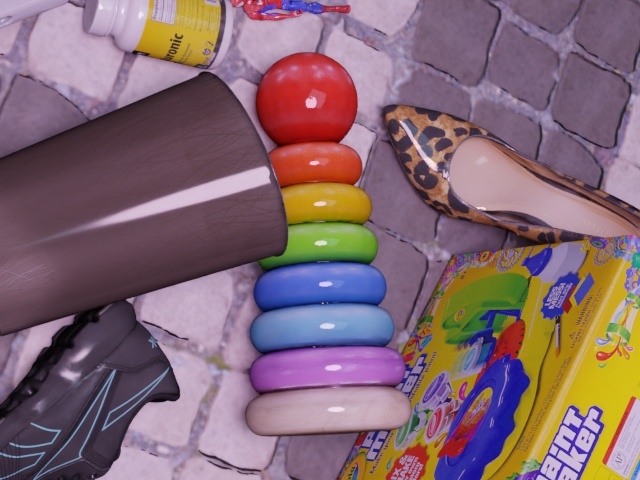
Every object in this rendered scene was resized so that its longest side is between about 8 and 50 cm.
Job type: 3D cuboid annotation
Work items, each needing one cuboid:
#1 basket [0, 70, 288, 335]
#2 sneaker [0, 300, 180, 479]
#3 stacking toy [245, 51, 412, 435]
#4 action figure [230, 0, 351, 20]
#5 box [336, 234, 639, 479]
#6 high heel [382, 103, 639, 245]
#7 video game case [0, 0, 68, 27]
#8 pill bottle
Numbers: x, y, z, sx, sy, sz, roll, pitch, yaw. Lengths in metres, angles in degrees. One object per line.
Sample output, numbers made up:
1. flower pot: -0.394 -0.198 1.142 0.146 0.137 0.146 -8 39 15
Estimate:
1. basket: -0.166 -0.023 1.082 0.227 0.204 0.154 -21 114 -16
2. sneaker: -0.220 0.164 1.080 0.267 0.101 0.106 -45 107 -21
3. stacking toy: 0.000 0.000 1.187 0.141 0.141 0.330 2 79 -25
4. action figure: -0.028 -0.217 1.238 0.115 0.030 0.038 -8 94 -23
5. box: 0.183 0.170 1.167 0.177 0.279 0.290 35 72 -19
6. high heel: 0.187 -0.053 1.236 0.261 0.186 0.093 37 72 -18
7. video game case: -0.320 -0.232 1.018 0.193 0.023 0.212 -26 76 -24
8. pill bottle: -0.137 -0.186 1.164 0.116 0.065 0.065 10 82 -23
